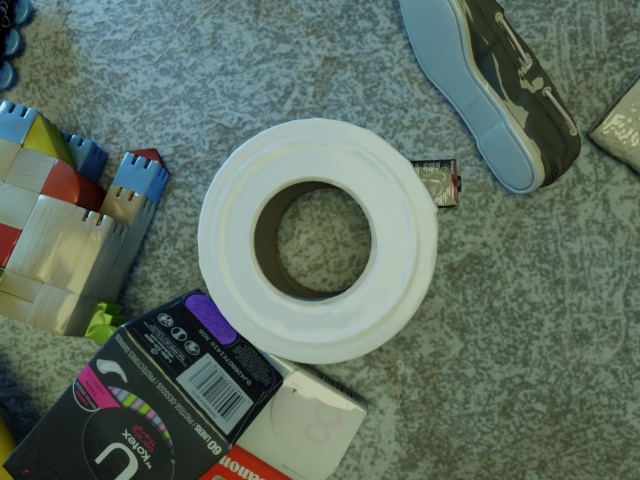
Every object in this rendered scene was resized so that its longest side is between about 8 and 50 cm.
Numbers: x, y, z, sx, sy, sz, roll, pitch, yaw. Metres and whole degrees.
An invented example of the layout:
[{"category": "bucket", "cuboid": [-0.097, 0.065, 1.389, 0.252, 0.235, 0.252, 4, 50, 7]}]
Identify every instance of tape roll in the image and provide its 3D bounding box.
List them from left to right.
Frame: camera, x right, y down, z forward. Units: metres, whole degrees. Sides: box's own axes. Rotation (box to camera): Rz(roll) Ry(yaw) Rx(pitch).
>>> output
[{"category": "tape roll", "cuboid": [0.000, 0.000, 0.573, 0.286, 0.100, 0.286, 0, 91, 11]}]

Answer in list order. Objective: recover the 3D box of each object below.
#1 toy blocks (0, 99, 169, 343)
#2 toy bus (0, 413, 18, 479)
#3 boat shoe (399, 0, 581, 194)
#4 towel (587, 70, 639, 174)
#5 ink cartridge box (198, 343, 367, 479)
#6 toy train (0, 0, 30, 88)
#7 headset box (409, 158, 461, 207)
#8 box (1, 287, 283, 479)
[{"category": "toy blocks", "cuboid": [-0.382, -0.047, 0.598, 0.381, 0.191, 0.261, 18, 78, 4]}, {"category": "toy bus", "cuboid": [-0.411, 0.309, 0.564, 0.333, 0.108, 0.130, 48, 136, 17]}, {"category": "boat shoe", "cuboid": [0.211, -0.219, 0.586, 0.095, 0.112, 0.335, -31, 92, -15]}, {"category": "towel", "cuboid": [0.505, -0.184, 0.586, 0.187, 0.049, 0.282, 41, 92, 5]}, {"category": "ink cartridge box", "cuboid": [-0.074, 0.267, 0.611, 0.189, 0.066, 0.232, 29, 87, 5]}, {"category": "toy train", "cuboid": [-0.483, -0.293, 0.644, 0.105, 0.080, 0.184, 13, 89, 10]}, {"category": "headset box", "cuboid": [0.145, -0.074, 0.615, 0.083, 0.032, 0.062, -2, 89, 3]}, {"category": "box", "cuboid": [-0.203, 0.213, 0.541, 0.165, 0.143, 0.270, 45, 110, 5]}]
